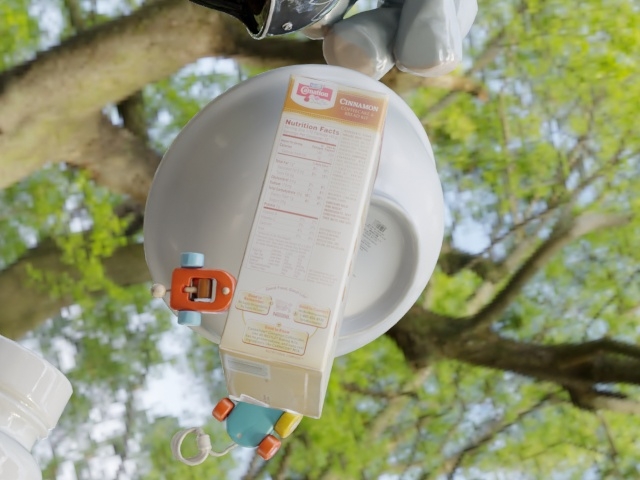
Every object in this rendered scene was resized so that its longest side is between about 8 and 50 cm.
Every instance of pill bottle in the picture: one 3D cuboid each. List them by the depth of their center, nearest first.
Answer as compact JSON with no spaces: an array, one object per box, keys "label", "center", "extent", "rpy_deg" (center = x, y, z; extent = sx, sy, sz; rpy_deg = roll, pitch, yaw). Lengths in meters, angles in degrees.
[{"label":"pill bottle","center":[-0.279,0.185,0.974],"extent":[0.131,0.131,0.229],"rpy_deg":[-20,-140,57]}]

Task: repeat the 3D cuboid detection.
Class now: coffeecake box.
[{"label":"coffeecake box","center":[-0.010,0.008,0.879],"extent":[0.142,0.068,0.185],"rpy_deg":[92,11,-71]}]

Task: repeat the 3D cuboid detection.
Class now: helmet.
[{"label":"helmet","center":[-0.045,-0.261,1.147],"extent":[0.161,0.169,0.169],"rpy_deg":[26,-45,-2]}]

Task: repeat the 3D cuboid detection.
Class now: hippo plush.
[{"label":"hippo plush","center":[0.093,-0.329,1.585],"extent":[0.234,0.236,0.294],"rpy_deg":[15,-75,13]}]

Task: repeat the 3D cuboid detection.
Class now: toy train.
[{"label":"toy train","center":[-0.069,0.093,1.059],"extent":[0.046,0.125,0.166],"rpy_deg":[39,49,-76]}]

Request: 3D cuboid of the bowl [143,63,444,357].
[{"label":"bowl","center":[0.000,0.000,1.218],"extent":[0.134,0.297,0.298],"rpy_deg":[-133,-137,-55]}]
